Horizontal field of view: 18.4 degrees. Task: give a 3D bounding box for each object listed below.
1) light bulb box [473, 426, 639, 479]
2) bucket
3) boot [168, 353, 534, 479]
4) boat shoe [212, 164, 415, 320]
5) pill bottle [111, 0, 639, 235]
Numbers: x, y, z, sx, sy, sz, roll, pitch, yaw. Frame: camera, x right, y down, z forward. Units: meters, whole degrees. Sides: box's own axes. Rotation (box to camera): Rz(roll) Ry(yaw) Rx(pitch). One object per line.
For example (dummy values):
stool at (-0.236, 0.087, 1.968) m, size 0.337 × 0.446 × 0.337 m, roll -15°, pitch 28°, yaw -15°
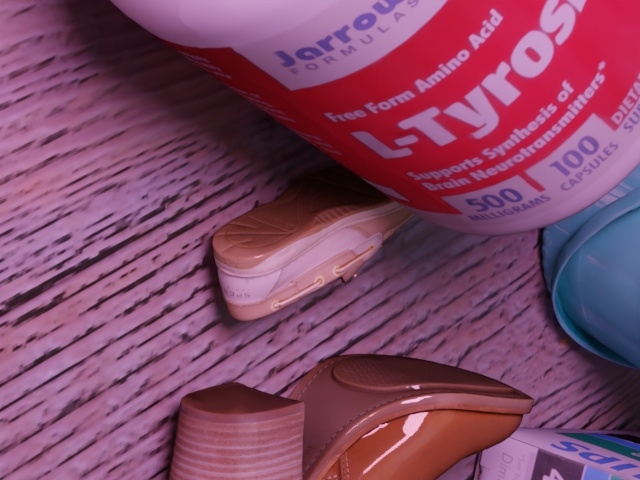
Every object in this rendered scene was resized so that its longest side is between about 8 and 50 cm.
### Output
light bulb box at (0.271, 0.340, 1.498) m, size 0.361 × 0.225 × 0.358 m, roll 9°, pitch 96°, yaw -49°
bucket at (0.306, -0.003, 1.431) m, size 0.281 × 0.183 × 0.281 m, roll -22°, pitch 126°, yaw -34°
boot at (0.017, 0.193, 1.246) m, size 0.283 × 0.109 × 0.220 m, roll -9°, pitch 107°, yaw -45°
boat shoe at (0.000, 0.000, 1.211) m, size 0.170 × 0.063 × 0.059 m, roll -24°, pitch 127°, yaw -38°
pill bottle at (0.018, -0.173, 1.040) m, size 0.407 × 0.229 × 0.229 m, roll 31°, pitch 78°, yaw -49°
